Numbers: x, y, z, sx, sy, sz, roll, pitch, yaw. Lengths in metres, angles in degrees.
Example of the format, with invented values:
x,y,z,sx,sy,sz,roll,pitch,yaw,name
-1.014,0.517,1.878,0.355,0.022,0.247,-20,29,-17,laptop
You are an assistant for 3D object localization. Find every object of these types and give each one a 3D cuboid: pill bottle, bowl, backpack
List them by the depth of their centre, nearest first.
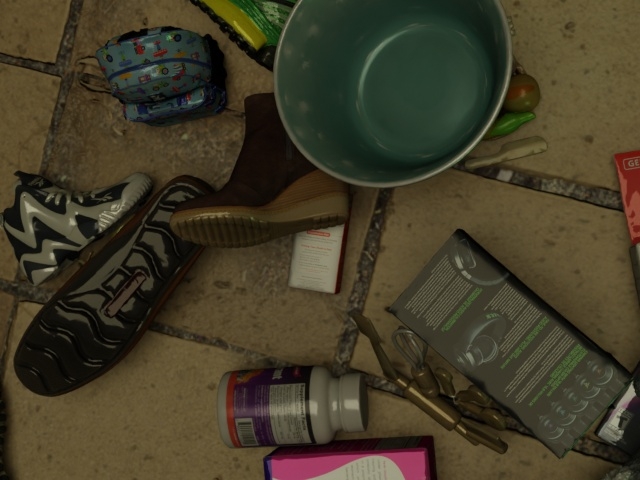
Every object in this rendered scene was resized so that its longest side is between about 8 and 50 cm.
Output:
x,y,z,sx,sy,sz,roll,pitch,yaw,name
0.111,-0.211,1.360,0.311,0.163,0.311,-2,84,22,bowl
-0.036,0.226,1.429,0.193,0.108,0.108,-5,89,10,pill bottle
-0.219,-0.228,1.433,0.158,0.173,0.117,-10,88,10,backpack

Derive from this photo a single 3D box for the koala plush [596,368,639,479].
x,y,z,sx,sy,sz,roll,pitch,yaw,name
0.440,0.288,1.288,0.196,0.203,0.221,27,124,-12,koala plush

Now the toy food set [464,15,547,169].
x,y,z,sx,sy,sz,roll,pitch,yaw,name
0.228,-0.199,1.417,0.132,0.038,0.192,-16,87,10,toy food set

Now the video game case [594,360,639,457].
x,y,z,sx,sy,sz,roll,pitch,yaw,name
0.516,0.192,1.369,0.196,0.026,0.274,32,96,9,video game case

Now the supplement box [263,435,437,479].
x,y,z,sx,sy,sz,roll,pitch,yaw,name
0.045,0.331,1.412,0.220,0.114,0.111,-5,88,12,supplement box

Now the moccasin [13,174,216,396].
x,y,z,sx,sy,sz,roll,pitch,yaw,name
-0.284,0.062,1.471,0.139,0.147,0.380,36,92,-6,moccasin

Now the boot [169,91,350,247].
x,y,z,sx,sy,sz,roll,pitch,yaw,name
-0.088,-0.101,1.407,0.248,0.090,0.207,-6,61,-11,boot

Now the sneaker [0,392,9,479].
x,y,z,sx,sy,sz,roll,pitch,yaw,name
-0.536,0.364,1.529,0.147,0.130,0.330,-7,85,25,sneaker

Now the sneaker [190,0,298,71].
x,y,z,sx,sy,sz,roll,pitch,yaw,name
-0.141,-0.394,1.456,0.343,0.134,0.146,42,90,-1,sneaker

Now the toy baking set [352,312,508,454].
x,y,z,sx,sy,sz,roll,pitch,yaw,name
0.147,0.183,1.363,0.256,0.197,0.030,36,68,13,toy baking set

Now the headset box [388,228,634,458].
x,y,z,sx,sy,sz,roll,pitch,yaw,name
0.242,0.126,1.307,0.283,0.246,0.131,41,96,9,headset box

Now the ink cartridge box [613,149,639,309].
x,y,z,sx,sy,sz,roll,pitch,yaw,name
0.544,-0.013,1.326,0.296,0.066,0.261,-10,85,6,ink cartridge box

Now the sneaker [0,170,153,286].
x,y,z,sx,sy,sz,roll,pitch,yaw,name
-0.365,-0.059,1.499,0.235,0.094,0.153,-37,92,18,sneaker

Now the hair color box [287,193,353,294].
x,y,z,sx,sy,sz,roll,pitch,yaw,name
0.000,0.000,1.457,0.072,0.043,0.141,9,92,11,hair color box
